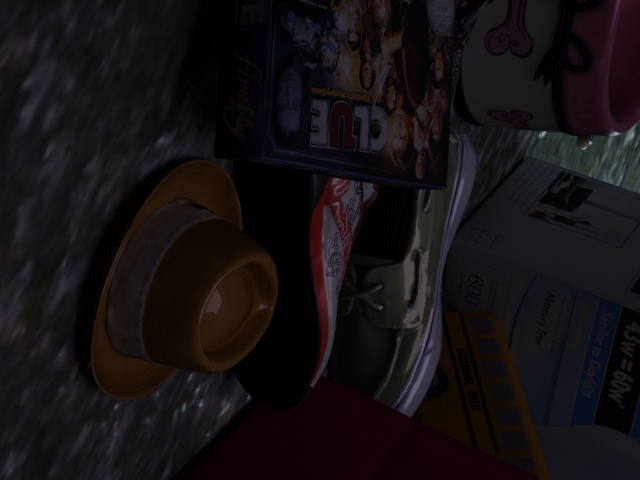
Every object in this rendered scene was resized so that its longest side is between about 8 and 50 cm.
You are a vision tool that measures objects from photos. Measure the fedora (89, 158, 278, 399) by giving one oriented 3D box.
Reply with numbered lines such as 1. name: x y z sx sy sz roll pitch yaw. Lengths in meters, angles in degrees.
1. fedora: -0.084 0.038 1.154 0.194 0.079 0.194 -51 153 -39

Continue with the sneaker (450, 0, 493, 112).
1. sneaker: 0.117 -0.225 1.345 0.121 0.112 0.299 -28 136 -59

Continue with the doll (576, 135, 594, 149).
1. doll: 0.331 -0.174 1.993 0.189 0.046 0.129 3 108 -67

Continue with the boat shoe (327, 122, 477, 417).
1. boat shoe: 0.056 0.031 1.482 0.094 0.109 0.302 18 84 -53

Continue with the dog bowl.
1. dog bowl: 0.282 -0.286 1.632 0.408 0.150 0.408 -50 153 -38

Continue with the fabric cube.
1. fabric cube: 0.008 0.310 1.380 0.258 0.259 0.254 -40 146 -50

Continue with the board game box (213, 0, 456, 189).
1. board game box: 0.018 -0.127 1.169 0.243 0.042 0.165 5 88 -56

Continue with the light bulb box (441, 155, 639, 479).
1. light bulb box: 0.329 0.149 1.859 0.225 0.361 0.358 -44 148 -47

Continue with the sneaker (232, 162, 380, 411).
1. sneaker: 0.001 0.000 1.306 0.145 0.090 0.270 -40 143 -46

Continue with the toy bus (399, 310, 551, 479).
1. toy bus: 0.144 0.217 1.624 0.332 0.130 0.108 -102 -165 -50
